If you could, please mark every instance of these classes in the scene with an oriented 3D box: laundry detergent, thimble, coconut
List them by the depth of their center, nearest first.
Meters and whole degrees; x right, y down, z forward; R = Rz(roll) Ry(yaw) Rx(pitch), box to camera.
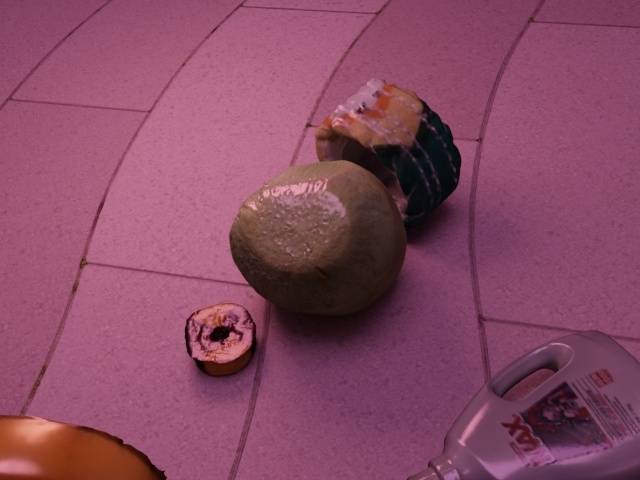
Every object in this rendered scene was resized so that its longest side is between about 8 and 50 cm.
[{"bbox_3d":[0.314,0.297,1.258,0.398,0.124,0.264,-21,48,-10],"label":"laundry detergent"},{"bbox_3d":[0.000,0.000,1.480,0.329,0.328,0.281,-29,78,-20],"label":"coconut"},{"bbox_3d":[0.128,-0.166,1.619,0.167,0.288,0.254,-44,26,-28],"label":"thimble"}]

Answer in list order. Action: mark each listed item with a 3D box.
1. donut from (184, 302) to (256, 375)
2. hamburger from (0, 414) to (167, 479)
[{"bbox_3d":[-0.177,0.176,1.481,0.141,0.059,0.140,-4,45,4],"label":"donut"},{"bbox_3d":[-0.377,0.424,1.038,0.396,0.395,0.277,-4,44,4],"label":"hamburger"}]
